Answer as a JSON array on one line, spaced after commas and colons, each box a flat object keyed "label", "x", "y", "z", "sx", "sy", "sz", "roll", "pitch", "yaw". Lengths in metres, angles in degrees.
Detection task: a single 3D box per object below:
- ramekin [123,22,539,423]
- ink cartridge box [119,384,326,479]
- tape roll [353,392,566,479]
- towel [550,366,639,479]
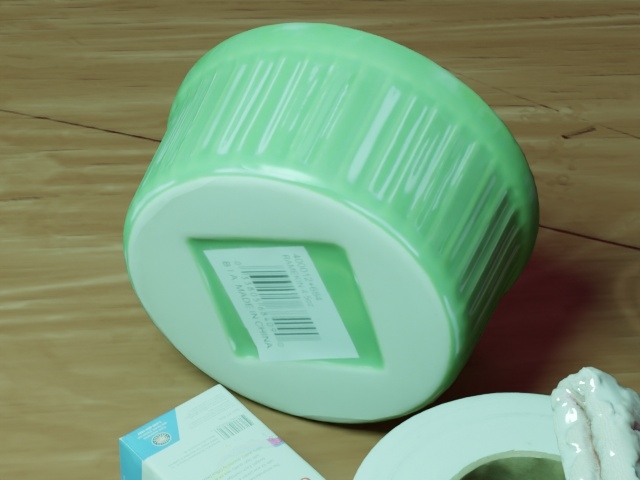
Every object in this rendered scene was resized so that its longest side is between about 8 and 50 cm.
[{"label": "ramekin", "x": 0.000, "y": 0.000, "z": 1.311, "sx": 0.303, "sy": 0.303, "sz": 0.148, "roll": 15, "pitch": 48, "yaw": 13}, {"label": "ink cartridge box", "x": -0.063, "y": 0.190, "z": 1.225, "sx": 0.092, "sy": 0.090, "sz": 0.143, "roll": -26, "pitch": 49, "yaw": -32}, {"label": "tape roll", "x": 0.130, "y": 0.240, "z": 1.120, "sx": 0.246, "sy": 0.169, "sz": 0.246, "roll": 2, "pitch": 39, "yaw": -2}, {"label": "towel", "x": 0.262, "y": 0.256, "z": 0.939, "sx": 0.332, "sy": 0.053, "sz": 0.317, "roll": 36, "pitch": 32, "yaw": -34}]
